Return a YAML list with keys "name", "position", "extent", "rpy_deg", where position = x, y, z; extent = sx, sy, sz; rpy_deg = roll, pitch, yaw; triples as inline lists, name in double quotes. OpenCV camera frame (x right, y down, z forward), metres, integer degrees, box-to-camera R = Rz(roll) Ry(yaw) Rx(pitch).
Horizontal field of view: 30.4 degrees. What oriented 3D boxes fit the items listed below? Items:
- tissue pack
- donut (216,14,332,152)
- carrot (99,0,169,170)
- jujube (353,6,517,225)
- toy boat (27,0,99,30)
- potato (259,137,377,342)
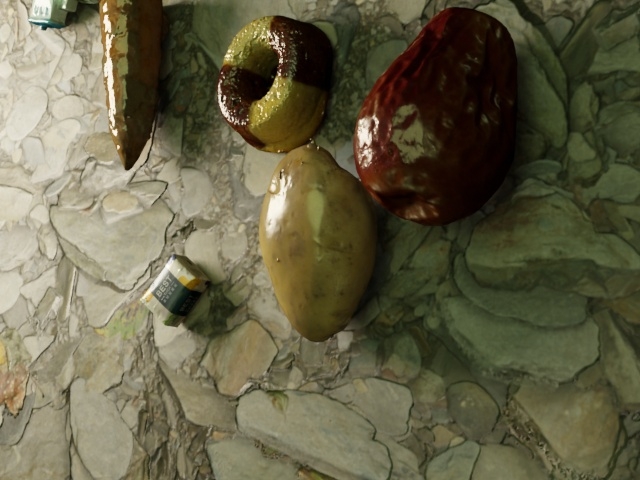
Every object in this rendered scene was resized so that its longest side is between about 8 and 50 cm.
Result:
- name: "tissue pack"
  position: [-0.197, 0.068, 1.605]
  extent: [0.062, 0.042, 0.083]
  rpy_deg: [42, 103, 28]
- name: "donut"
  position: [-0.065, -0.212, 1.564]
  extent: [0.166, 0.073, 0.184]
  rpy_deg: [19, 89, 35]
- name: "carrot"
  position: [-0.271, -0.228, 1.679]
  extent: [0.102, 0.102, 0.263]
  rpy_deg: [-7, 78, 30]
- name: "jujube"
  position: [0.143, -0.145, 1.362]
  extent: [0.190, 0.190, 0.255]
  rpy_deg: [15, 76, 32]
- name: "toy boat"
  position: [-0.426, -0.375, 1.804]
  extent: [0.215, 0.088, 0.102]
  rpy_deg: [13, 91, 31]
- name: "potato"
  position: [0.003, -0.001, 1.457]
  extent: [0.161, 0.128, 0.234]
  rpy_deg: [-30, 70, 40]
